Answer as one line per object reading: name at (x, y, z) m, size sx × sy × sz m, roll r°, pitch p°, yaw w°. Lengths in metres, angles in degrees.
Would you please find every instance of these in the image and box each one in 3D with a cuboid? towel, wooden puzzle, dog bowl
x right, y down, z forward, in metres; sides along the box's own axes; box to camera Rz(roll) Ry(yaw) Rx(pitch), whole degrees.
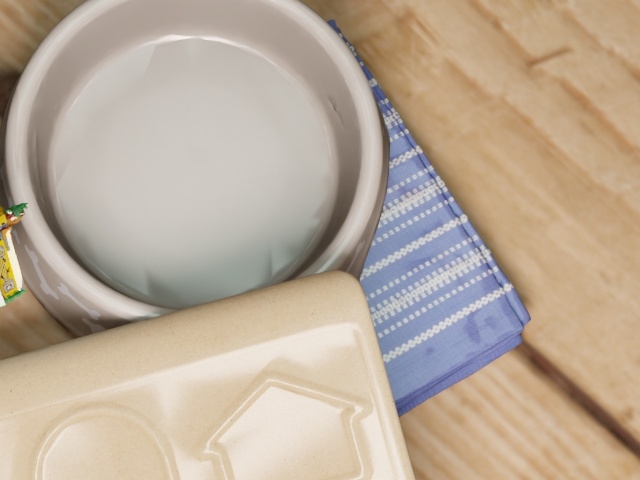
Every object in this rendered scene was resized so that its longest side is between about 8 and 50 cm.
towel at (0.000, 0.000, 1.563) m, size 0.243 × 0.040 × 0.336 m, roll -30°, pitch 83°, yaw -11°
wooden puzzle at (-0.081, 0.227, 1.401) m, size 0.322 × 0.080 × 0.347 m, roll -15°, pitch 85°, yaw 2°
dog bowl at (-0.105, -0.067, 1.497) m, size 0.349 × 0.102 × 0.348 m, roll 1°, pitch 78°, yaw -4°

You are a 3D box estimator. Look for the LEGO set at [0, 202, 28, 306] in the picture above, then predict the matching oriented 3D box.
LEGO set at (-0.392, -0.034, 1.390) m, size 0.331 × 0.255 × 0.192 m, roll -13°, pitch 107°, yaw 0°
